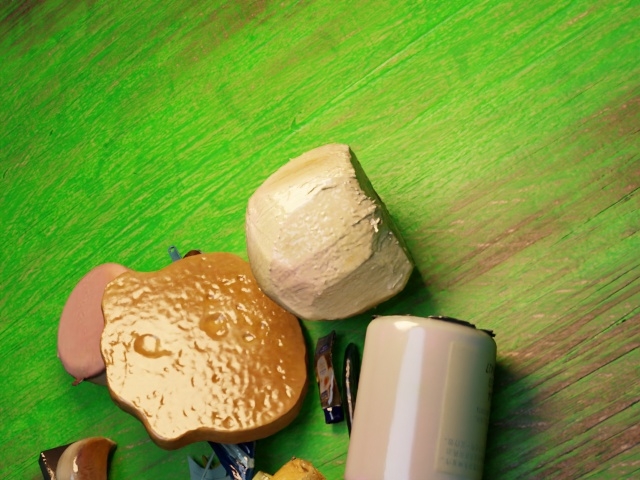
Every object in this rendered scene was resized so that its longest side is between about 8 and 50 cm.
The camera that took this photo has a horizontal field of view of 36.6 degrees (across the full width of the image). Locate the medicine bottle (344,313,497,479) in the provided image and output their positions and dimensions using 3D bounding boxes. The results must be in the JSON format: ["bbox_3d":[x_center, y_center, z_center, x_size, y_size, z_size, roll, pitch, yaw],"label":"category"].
[{"bbox_3d":[0.152,0.315,1.516,0.213,0.213,0.378,2,73,30],"label":"medicine bottle"}]

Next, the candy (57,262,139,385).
[{"bbox_3d":[-0.429,0.175,1.939,0.255,0.094,0.255,-19,59,35],"label":"candy"}]

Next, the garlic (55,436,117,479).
[{"bbox_3d":[-0.436,0.472,1.846,0.090,0.128,0.198,-47,51,37],"label":"garlic"}]

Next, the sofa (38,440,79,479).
[{"bbox_3d":[-0.496,0.481,1.916,0.147,0.085,0.060,57,145,30],"label":"sofa"}]

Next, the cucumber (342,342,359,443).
[{"bbox_3d":[0.054,0.268,1.697,0.036,0.033,0.184,-28,58,47],"label":"cucumber"}]

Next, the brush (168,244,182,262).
[{"bbox_3d":[-0.266,0.070,1.923,0.051,0.014,0.164,-38,57,7],"label":"brush"}]

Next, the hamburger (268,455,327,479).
[{"bbox_3d":[-0.064,0.432,1.497,0.214,0.214,0.108,-40,97,11],"label":"hamburger"}]

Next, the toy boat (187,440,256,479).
[{"bbox_3d":[-0.213,0.452,1.745,0.220,0.067,0.291,33,97,53],"label":"toy boat"}]

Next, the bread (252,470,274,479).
[{"bbox_3d":[-0.088,0.466,1.653,0.111,0.129,0.114,27,81,17],"label":"bread"}]

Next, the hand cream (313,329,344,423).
[{"bbox_3d":[0.014,0.244,1.722,0.062,0.039,0.163,-40,51,53],"label":"hand cream"}]

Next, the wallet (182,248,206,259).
[{"bbox_3d":[-0.288,0.140,1.934,0.137,0.031,0.255,39,92,37],"label":"wallet"}]

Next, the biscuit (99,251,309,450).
[{"bbox_3d":[-0.208,0.196,1.745,0.365,0.062,0.385,-12,56,-16],"label":"biscuit"}]

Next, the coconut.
[{"bbox_3d":[0.000,0.000,1.670,0.254,0.297,0.297,-27,61,7],"label":"coconut"}]
